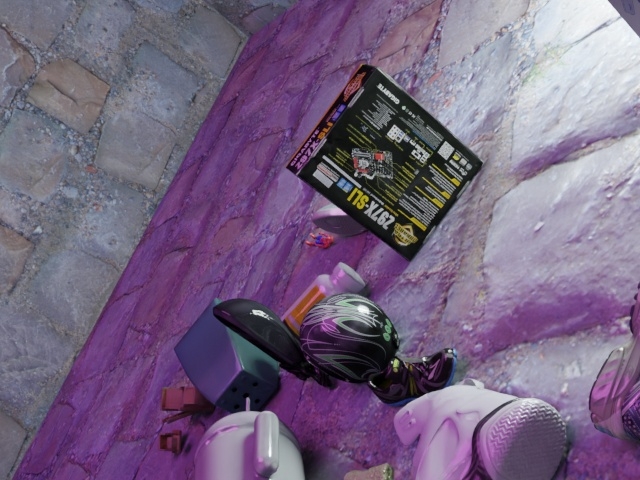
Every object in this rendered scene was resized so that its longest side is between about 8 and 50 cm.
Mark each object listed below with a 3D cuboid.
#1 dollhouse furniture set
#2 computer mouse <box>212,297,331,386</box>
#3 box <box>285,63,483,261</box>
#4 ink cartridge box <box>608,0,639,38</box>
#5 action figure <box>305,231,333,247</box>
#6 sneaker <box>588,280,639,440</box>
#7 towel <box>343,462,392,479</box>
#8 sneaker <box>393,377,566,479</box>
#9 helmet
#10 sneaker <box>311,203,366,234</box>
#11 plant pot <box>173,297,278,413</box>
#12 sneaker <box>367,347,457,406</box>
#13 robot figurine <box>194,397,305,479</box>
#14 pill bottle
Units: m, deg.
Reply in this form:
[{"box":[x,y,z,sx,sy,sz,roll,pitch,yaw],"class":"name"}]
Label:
[{"box":[-0.302,0.433,1.884,0.182,0.101,0.160,-15,70,53],"class":"dollhouse furniture set"},{"box":[-0.097,0.191,1.583,0.072,0.272,0.188,-57,24,-15],"class":"computer mouse"},{"box":[0.132,-0.149,1.549,0.257,0.322,0.079,-53,27,3],"class":"box"},{"box":[0.536,-0.402,1.301,0.046,0.207,0.097,-13,47,53],"class":"ink cartridge box"},{"box":[0.000,0.000,1.936,0.038,0.030,0.115,-56,27,-16],"class":"action figure"},{"box":[0.446,0.126,0.961,0.122,0.110,0.283,16,74,45],"class":"sneaker"},{"box":[0.069,0.438,1.274,0.110,0.027,0.148,-28,36,41],"class":"towel"},{"box":[0.167,0.354,1.093,0.366,0.137,0.210,-52,24,-8],"class":"sneaker"},{"box":[0.048,0.178,1.475,0.169,0.161,0.169,-40,29,27],"class":"helmet"},{"box":[0.095,-0.105,1.820,0.256,0.094,0.151,-14,51,40],"class":"sneaker"},{"box":[-0.200,0.282,1.780,0.165,0.166,0.234,-51,32,8],"class":"plant pot"},{"box":[0.154,0.229,1.327,0.188,0.078,0.067,-31,34,39],"class":"sneaker"},{"box":[-0.125,0.448,1.392,0.353,0.200,0.300,-102,29,-57],"class":"robot figurine"},{"box":[0.007,0.137,1.663,0.184,0.103,0.103,-48,26,13],"class":"pill bottle"}]
